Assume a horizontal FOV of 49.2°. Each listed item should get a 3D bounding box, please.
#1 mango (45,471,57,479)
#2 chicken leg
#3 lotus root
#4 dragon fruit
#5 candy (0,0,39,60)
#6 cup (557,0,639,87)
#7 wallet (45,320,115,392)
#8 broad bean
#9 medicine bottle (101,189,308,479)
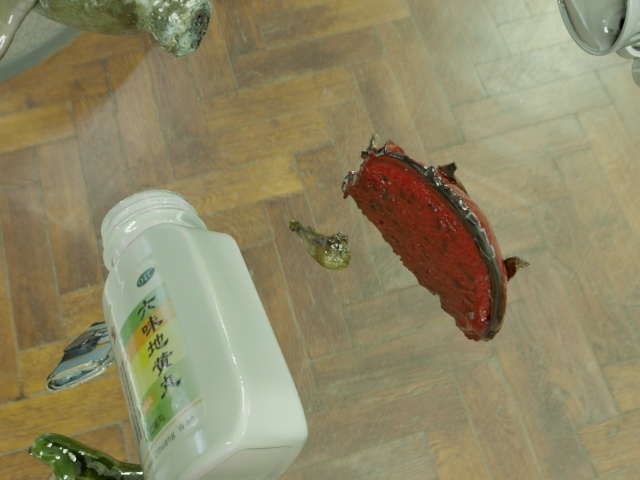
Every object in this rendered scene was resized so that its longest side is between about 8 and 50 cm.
[{"bbox_3d":[-0.333,0.352,0.941,0.089,0.165,0.115,-9,50,-16],"label":"mango"},{"bbox_3d":[0.000,0.000,1.533,0.093,0.070,0.178,-43,52,-19],"label":"chicken leg"},{"bbox_3d":[-0.249,-0.307,0.726,0.349,0.175,0.175,33,71,25],"label":"lotus root"},{"bbox_3d":[0.186,-0.018,1.023,0.100,0.282,0.343,-36,84,-15],"label":"dragon fruit"},{"bbox_3d":[-0.319,-0.180,0.497,0.184,0.137,0.195,27,84,22],"label":"candy"},{"bbox_3d":[0.438,-0.327,0.919,0.202,0.221,0.167,-17,40,-6],"label":"cup"},{"bbox_3d":[-0.512,0.243,1.591,0.170,0.231,0.069,-19,111,15],"label":"wallet"},{"bbox_3d":[-0.209,0.276,0.895,0.292,0.049,0.144,-9,62,-39],"label":"broad bean"},{"bbox_3d":[-0.137,0.097,0.709,0.124,0.179,0.324,12,40,-40],"label":"medicine bottle"}]
